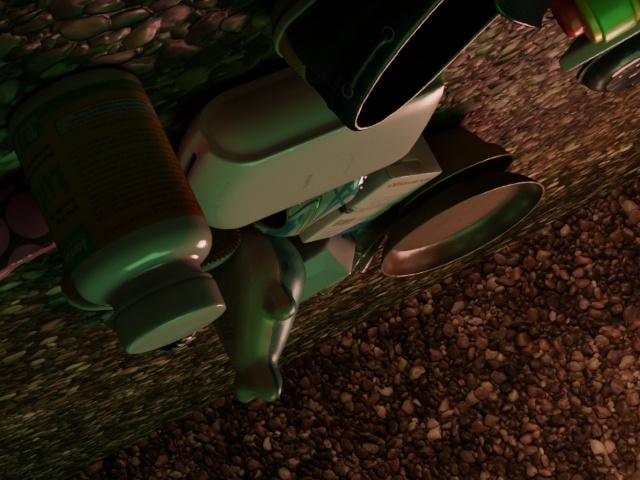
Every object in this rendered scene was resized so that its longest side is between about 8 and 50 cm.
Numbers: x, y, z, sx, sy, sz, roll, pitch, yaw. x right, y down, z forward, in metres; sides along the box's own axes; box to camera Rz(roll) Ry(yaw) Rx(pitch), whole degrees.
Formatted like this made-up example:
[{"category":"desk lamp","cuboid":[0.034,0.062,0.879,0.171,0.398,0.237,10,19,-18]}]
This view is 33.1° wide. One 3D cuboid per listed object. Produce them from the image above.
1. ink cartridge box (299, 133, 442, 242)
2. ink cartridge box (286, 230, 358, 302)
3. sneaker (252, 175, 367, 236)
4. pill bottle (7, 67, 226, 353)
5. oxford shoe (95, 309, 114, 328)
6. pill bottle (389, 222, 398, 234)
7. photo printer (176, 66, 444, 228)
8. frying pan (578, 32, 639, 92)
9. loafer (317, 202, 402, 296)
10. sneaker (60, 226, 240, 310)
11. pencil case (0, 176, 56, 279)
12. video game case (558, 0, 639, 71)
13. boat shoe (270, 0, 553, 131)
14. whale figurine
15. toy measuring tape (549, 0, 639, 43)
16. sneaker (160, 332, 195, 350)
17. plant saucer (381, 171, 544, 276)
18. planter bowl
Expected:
[{"category":"ink cartridge box","cuboid":[0.064,-0.087,1.673,0.203,0.086,0.148,-36,165,36]},{"category":"ink cartridge box","cuboid":[0.000,0.000,1.826,0.115,0.067,0.198,-32,-154,28]},{"category":"sneaker","cuboid":[-0.015,-0.075,1.572,0.086,0.085,0.237,-4,153,-44]},{"category":"pill bottle","cuboid":[-0.185,-0.025,1.010,0.136,0.245,0.136,-25,168,-6]},{"category":"oxford shoe","cuboid":[-0.292,0.104,1.756,0.096,0.083,0.227,-31,169,1]},{"category":"pill bottle","cuboid":[0.209,-0.053,2.041,0.124,0.124,0.221,-23,168,-14]},{"category":"photo printer","cuboid":[-0.025,-0.122,1.276,0.307,0.107,0.256,-23,168,-16]},{"category":"frying pan","cuboid":[0.530,-0.292,1.895,0.197,0.053,0.326,-23,165,-10]},{"category":"loafer","cuboid":[0.059,0.007,1.932,0.251,0.087,0.094,-38,-153,-1]},{"category":"sneaker","cuboid":[-0.259,0.056,1.574,0.282,0.099,0.153,-21,166,-35]},{"category":"pencil case","cuboid":[-0.289,-0.027,1.147,0.209,0.098,0.095,-26,169,5]},{"category":"video game case","cuboid":[0.426,-0.309,1.430,0.201,0.023,0.183,-29,-168,39]},{"category":"boat shoe","cuboid":[0.174,-0.269,0.955,0.500,0.156,0.187,-33,165,26]},{"category":"whale figurine","cuboid":[-0.089,0.114,1.685,0.141,0.272,0.216,-3,172,-37]},{"category":"toy measuring tape","cuboid":[0.345,-0.287,1.337,0.121,0.121,0.330,-28,168,11]},{"category":"sneaker","cuboid":[-0.194,0.098,1.893,0.162,0.106,0.281,-21,167,-39]},{"category":"plant saucer","cuboid":[0.235,-0.033,1.852,0.311,0.050,0.310,-24,161,-9]},{"category":"planter bowl","cuboid":[0.209,-0.127,1.798,0.217,0.090,0.217,-24,169,-5]}]
